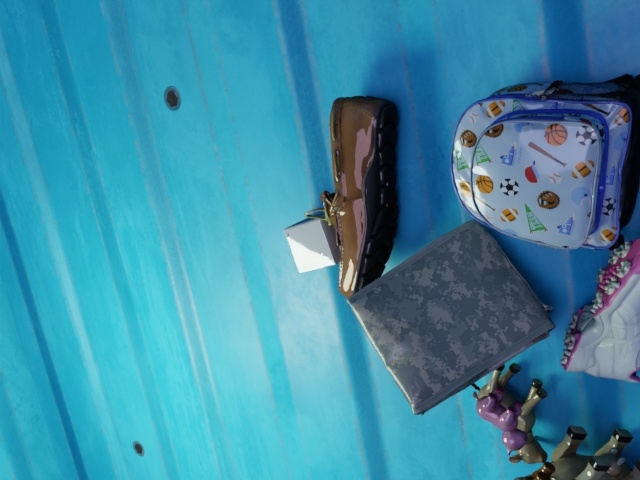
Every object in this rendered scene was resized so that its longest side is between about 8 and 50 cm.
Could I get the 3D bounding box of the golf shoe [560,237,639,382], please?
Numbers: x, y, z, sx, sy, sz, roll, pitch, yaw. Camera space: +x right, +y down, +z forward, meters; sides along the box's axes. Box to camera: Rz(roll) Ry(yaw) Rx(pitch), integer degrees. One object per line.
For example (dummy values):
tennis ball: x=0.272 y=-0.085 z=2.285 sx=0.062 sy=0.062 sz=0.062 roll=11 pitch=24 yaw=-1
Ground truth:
golf shoe: x=0.478 y=0.115 z=0.969 sx=0.140 sy=0.115 sz=0.306 roll=20 pitch=143 yaw=15

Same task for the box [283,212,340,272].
box: x=0.000 y=0.000 z=1.293 sx=0.101 sy=0.087 sz=0.102 roll=-15 pitch=97 yaw=37

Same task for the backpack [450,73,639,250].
backpack: x=0.331 y=-0.115 z=0.961 sx=0.263 sy=0.213 sz=0.276 roll=16 pitch=116 yaw=38

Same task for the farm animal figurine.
farm animal figurine: x=0.401 y=0.389 z=1.080 sx=0.327 sy=0.330 sz=0.172 roll=17 pitch=116 yaw=-3

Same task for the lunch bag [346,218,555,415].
lunch bag: x=0.229 y=0.130 z=1.104 sx=0.287 sy=0.169 sz=0.235 roll=-33 pitch=70 yaw=4

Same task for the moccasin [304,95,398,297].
moccasin: x=0.059 y=-0.078 z=1.191 sx=0.147 sy=0.139 sz=0.380 roll=8 pitch=110 yaw=31
